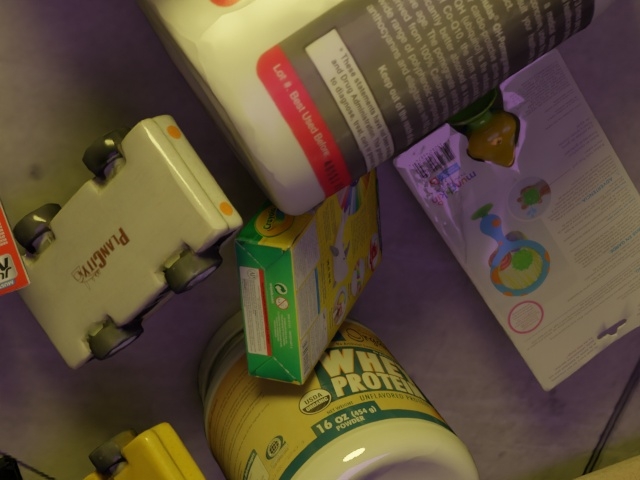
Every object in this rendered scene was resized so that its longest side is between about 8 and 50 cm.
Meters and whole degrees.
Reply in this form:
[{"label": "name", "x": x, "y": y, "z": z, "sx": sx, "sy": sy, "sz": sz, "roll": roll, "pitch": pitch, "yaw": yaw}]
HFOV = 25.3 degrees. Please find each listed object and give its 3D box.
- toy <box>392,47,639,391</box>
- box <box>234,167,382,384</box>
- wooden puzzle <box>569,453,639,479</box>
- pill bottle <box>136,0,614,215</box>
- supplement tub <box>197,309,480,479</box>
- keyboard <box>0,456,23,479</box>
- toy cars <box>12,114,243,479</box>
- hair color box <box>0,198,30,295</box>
[{"label": "toy", "x": 0.159, "y": -0.017, "z": 1.039, "sx": 0.137, "sy": 0.056, "sz": 0.237, "roll": -35, "pitch": 121, "yaw": 1}, {"label": "box", "x": 0.000, "y": 0.000, "z": 0.934, "sx": 0.043, "sy": 0.179, "sz": 0.105, "roll": 9, "pitch": 122, "yaw": 21}, {"label": "wooden puzzle", "x": 0.216, "y": 0.353, "z": 1.267, "sx": 0.322, "sy": 0.080, "sz": 0.348, "roll": -17, "pitch": 118, "yaw": -16}, {"label": "pill bottle", "x": 0.064, "y": -0.169, "z": 0.834, "sx": 0.318, "sy": 0.176, "sz": 0.176, "roll": -34, "pitch": 126, "yaw": -4}, {"label": "supplement tub", "x": 0.005, "y": 0.137, "z": 0.964, "sx": 0.144, "sy": 0.199, "sz": 0.144, "roll": -12, "pitch": 122, "yaw": -19}, {"label": "keyboard", "x": -0.242, "y": 0.245, "z": 1.023, "sx": 0.100, "sy": 0.038, "sz": 0.192, "roll": -33, "pitch": 128, "yaw": -34}, {"label": "toy cars", "x": -0.114, "y": 0.090, "z": 0.920, "sx": 0.087, "sy": 0.176, "sz": 0.393, "roll": -28, "pitch": 130, "yaw": -47}, {"label": "hair color box", "x": -0.222, "y": -0.054, "z": 0.818, "sx": 0.053, "sy": 0.093, "sz": 0.167, "roll": -20, "pitch": 124, "yaw": -13}]
